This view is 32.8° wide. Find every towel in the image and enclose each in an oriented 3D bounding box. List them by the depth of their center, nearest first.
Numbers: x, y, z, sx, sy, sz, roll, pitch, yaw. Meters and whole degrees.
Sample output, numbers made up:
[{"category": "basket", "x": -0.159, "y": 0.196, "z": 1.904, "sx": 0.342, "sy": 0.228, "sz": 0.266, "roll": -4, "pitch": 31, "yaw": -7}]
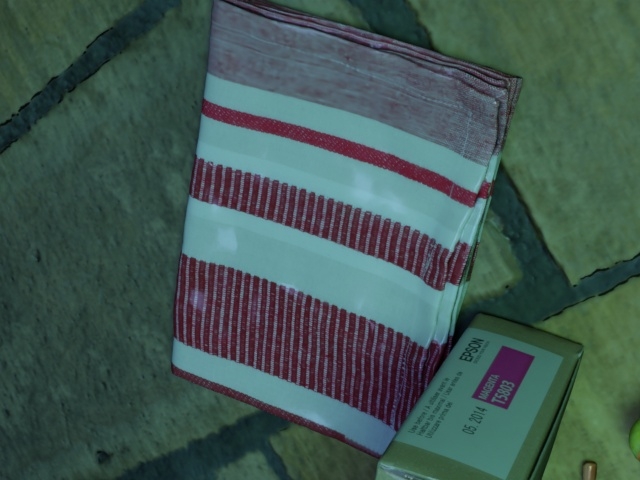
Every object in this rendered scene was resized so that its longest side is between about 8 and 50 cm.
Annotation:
[{"category": "towel", "x": 0.000, "y": 0.000, "z": 0.827, "sx": 0.237, "sy": 0.037, "sz": 0.329, "roll": 19, "pitch": 115, "yaw": 19}]

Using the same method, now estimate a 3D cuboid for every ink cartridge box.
[{"category": "ink cartridge box", "x": 0.093, "y": 0.183, "z": 0.733, "sx": 0.088, "sy": 0.234, "sz": 0.193, "roll": 19, "pitch": 114, "yaw": 17}]

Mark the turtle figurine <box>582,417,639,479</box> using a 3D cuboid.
[{"category": "turtle figurine", "x": 0.296, "y": 0.157, "z": 0.715, "sx": 0.217, "sy": 0.087, "sz": 0.269, "roll": 25, "pitch": 117, "yaw": 15}]
